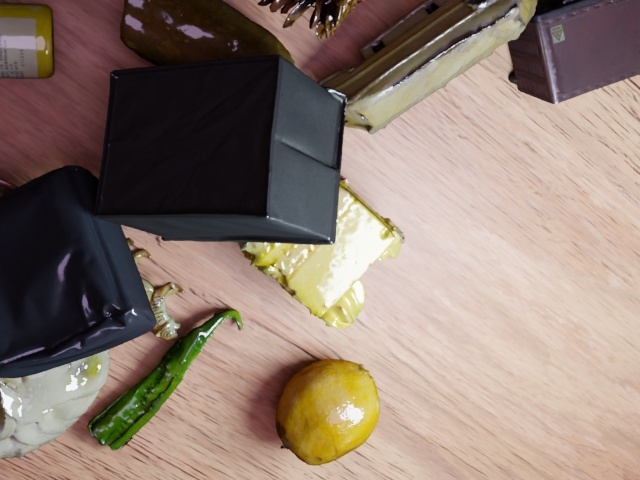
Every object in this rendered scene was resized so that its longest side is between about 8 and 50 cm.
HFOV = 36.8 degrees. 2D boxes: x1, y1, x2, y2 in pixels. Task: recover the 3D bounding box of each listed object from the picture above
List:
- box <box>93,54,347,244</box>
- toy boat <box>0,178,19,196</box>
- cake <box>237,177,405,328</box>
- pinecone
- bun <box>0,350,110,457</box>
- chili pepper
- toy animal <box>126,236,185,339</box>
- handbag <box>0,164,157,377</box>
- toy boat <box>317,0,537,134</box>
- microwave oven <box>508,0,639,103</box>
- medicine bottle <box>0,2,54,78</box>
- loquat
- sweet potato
[{"bbox_3d":[-0.159,-0.133,1.537,0.345,0.204,0.251,0,79,28],"label":"box"},{"bbox_3d":[-0.658,-0.077,1.615,0.392,0.079,0.136,11,116,-21],"label":"toy boat"},{"bbox_3d":[0.000,0.000,1.740,0.286,0.222,0.227,40,96,-21],"label":"cake"},{"bbox_3d":[-0.018,-0.478,1.588,0.264,0.264,0.264,-4,107,-13],"label":"pinecone"},{"bbox_3d":[-0.549,0.216,1.669,0.365,0.219,0.365,-6,109,-17],"label":"bun"},{"bbox_3d":[-0.290,0.260,1.826,0.359,0.076,0.085,-43,108,3],"label":"chili pepper"},{"bbox_3d":[-0.327,0.086,1.770,0.099,0.057,0.241,-41,112,1],"label":"toy animal"},{"bbox_3d":[-0.440,0.067,1.576,0.275,0.178,0.302,-27,72,5],"label":"handbag"},{"bbox_3d":[0.195,-0.350,1.702,0.445,0.162,0.136,-33,142,16],"label":"toy boat"},{"bbox_3d":[0.477,-0.382,1.765,0.247,0.178,0.188,-21,108,-6],"label":"microwave oven"},{"bbox_3d":[-0.543,-0.324,1.558,0.212,0.122,0.122,-1,107,-13],"label":"medicine bottle"},{"bbox_3d":[0.010,0.332,1.858,0.234,0.187,0.176,-41,122,10],"label":"loquat"},{"bbox_3d":[-0.166,-0.323,1.638,0.369,0.158,0.158,23,100,-19],"label":"sweet potato"}]
